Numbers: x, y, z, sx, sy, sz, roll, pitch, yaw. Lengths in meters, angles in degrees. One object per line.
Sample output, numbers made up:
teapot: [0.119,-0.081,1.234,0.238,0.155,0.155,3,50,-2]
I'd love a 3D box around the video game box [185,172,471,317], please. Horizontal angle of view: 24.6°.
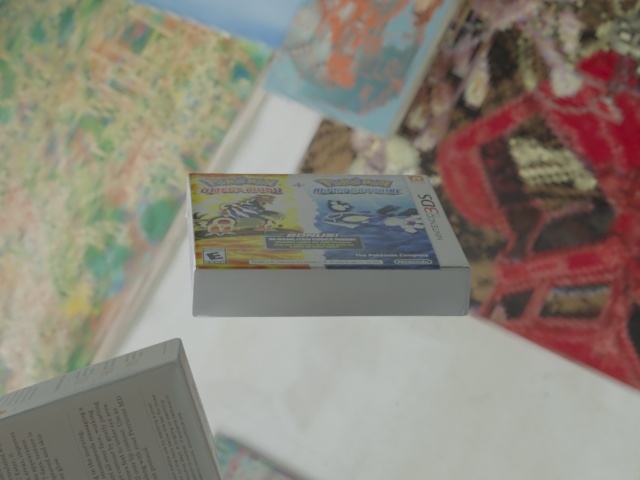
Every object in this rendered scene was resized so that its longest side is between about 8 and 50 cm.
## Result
video game box: [0.000,0.000,1.139,0.205,0.048,0.187,0,-158,-7]

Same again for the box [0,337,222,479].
box: [-0.158,0.137,0.953,0.130,0.170,0.091,-145,37,-84]
